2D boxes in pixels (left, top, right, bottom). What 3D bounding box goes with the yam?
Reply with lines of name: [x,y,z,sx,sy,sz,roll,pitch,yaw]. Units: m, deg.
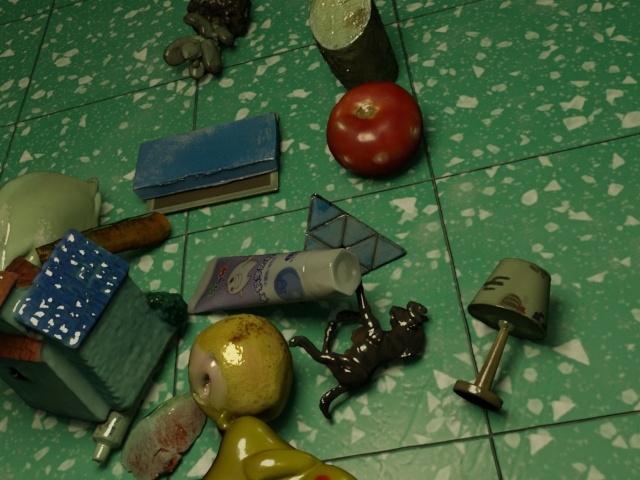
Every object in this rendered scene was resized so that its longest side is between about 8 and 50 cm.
yam: [0.072,-0.400,1.389,0.154,0.254,0.154,-8,64,17]

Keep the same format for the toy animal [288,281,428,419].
toy animal: [0.063,0.163,1.061,0.233,0.084,0.148,-42,65,-18]

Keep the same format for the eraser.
eraser: [-0.236,-0.177,1.419,0.312,0.042,0.144,-11,51,10]

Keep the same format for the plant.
plant: [-0.263,-0.512,1.636,0.146,0.149,0.274,7,60,24]

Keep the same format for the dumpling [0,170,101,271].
dumpling: [-0.559,0.006,1.309,0.212,0.321,0.270,43,110,21]

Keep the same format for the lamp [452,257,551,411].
lamp: [0.266,0.136,0.996,0.121,0.121,0.214,19,71,29]

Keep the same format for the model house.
model house: [-0.446,0.105,1.091,0.295,0.329,0.251,2,54,30]

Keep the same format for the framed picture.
framed picture: [-0.227,-0.160,1.443,0.293,0.018,0.231,-10,52,11]

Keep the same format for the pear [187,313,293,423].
pear: [-0.121,0.206,1.042,0.178,0.178,0.178,-9,52,12]

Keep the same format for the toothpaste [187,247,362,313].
toothpaste: [-0.093,0.069,1.149,0.371,0.080,0.125,-8,49,44]

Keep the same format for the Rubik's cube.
Rubik's cube: [0.000,0.000,1.150,0.211,0.178,0.190,22,67,32]

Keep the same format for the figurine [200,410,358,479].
figurine: [-0.031,0.370,0.891,0.327,0.169,0.218,21,79,32]

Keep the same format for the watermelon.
watermelon: [-0.244,0.302,1.087,0.094,0.081,0.180,33,74,7]

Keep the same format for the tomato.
tomato: [0.104,-0.208,1.292,0.195,0.136,0.195,-10,55,14]

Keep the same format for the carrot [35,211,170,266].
carrot: [-0.403,0.003,1.275,0.070,0.070,0.260,31,36,34]

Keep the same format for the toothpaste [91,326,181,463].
toothpaste: [-0.322,0.247,1.153,0.069,0.047,0.268,-12,46,37]
